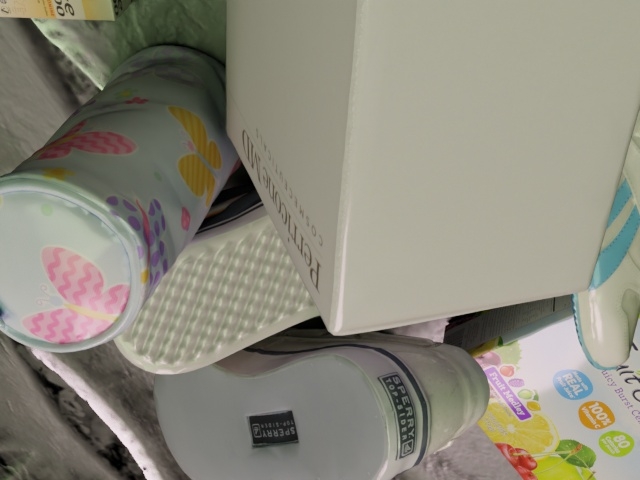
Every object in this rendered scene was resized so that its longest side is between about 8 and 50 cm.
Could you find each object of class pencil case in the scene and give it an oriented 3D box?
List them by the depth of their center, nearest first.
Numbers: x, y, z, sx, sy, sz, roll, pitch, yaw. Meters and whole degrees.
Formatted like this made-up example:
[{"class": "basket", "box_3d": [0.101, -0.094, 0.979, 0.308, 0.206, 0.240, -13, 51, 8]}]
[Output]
[{"class": "pencil case", "box_3d": [-0.133, -0.040, 0.654, 0.124, 0.273, 0.113, -13, 114, 15]}]

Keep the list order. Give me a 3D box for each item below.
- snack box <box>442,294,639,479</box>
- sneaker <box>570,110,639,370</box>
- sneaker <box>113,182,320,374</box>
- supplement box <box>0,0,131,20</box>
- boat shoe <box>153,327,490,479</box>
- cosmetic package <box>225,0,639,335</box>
[{"class": "snack box", "box_3d": [0.226, 0.108, 0.782, 0.207, 0.070, 0.174, -30, 112, 29]}, {"class": "sneaker", "box_3d": [0.209, -0.022, 0.650, 0.092, 0.087, 0.229, 4, 104, 10]}, {"class": "sneaker", "box_3d": [0.000, 0.000, 0.746, 0.321, 0.127, 0.126, -15, 103, -4]}, {"class": "supplement box", "box_3d": [-0.190, -0.192, 0.705, 0.098, 0.036, 0.062, 4, 126, 12]}, {"class": "boat shoe", "box_3d": [-0.001, 0.124, 0.813, 0.367, 0.156, 0.136, -19, 83, 54]}, {"class": "cosmetic package", "box_3d": [0.055, -0.203, 0.485, 0.161, 0.230, 0.453, -9, 127, -17]}]
